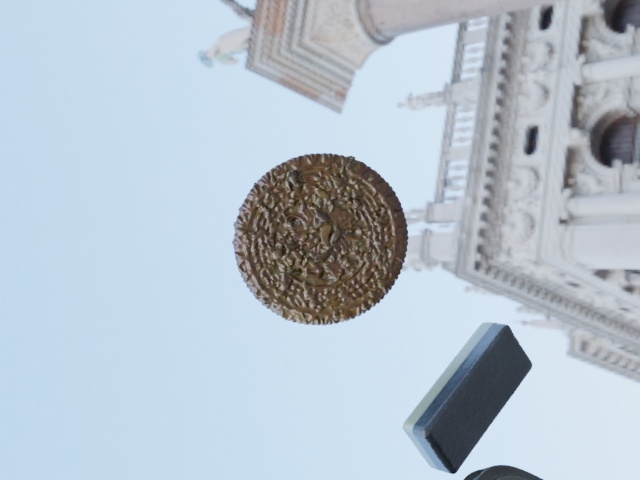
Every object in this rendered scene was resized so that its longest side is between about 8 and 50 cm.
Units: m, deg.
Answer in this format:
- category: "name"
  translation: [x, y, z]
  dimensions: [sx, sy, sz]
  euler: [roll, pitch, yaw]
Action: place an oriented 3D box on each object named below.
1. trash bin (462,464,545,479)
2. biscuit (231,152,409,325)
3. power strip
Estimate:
- category: "trash bin"
  translation: [0.230, 0.477, 1.292]
  dimensions: [0.219, 0.250, 0.219]
  euler: [35, -132, -17]
- category: "biscuit"
  translation: [0.000, 0.000, 1.496]
  dimensions: [0.038, 0.305, 0.305]
  euler: [-99, 0, -82]
- category: "power strip"
  translation: [0.243, 0.247, 1.423]
  dimensions: [0.256, 0.070, 0.105]
  euler: [-45, -63, -25]
